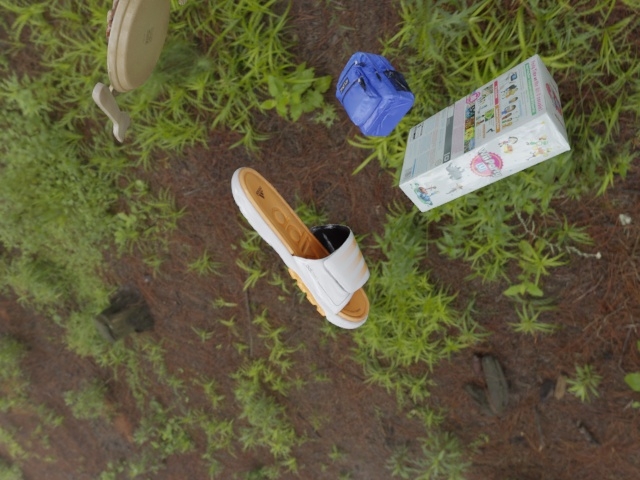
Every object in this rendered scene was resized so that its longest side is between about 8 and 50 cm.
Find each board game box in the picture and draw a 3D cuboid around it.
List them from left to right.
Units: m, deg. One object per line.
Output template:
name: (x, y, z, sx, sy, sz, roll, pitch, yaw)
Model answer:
board game box: (0.321, -0.211, 0.965, 0.303, 0.224, 0.097, -26, 123, 38)

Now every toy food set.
toy food set: (-0.186, -0.206, 0.466, 0.038, 0.192, 0.132, 21, 170, -8)

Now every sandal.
sandal: (-0.002, 0.005, 0.593, 0.076, 0.102, 0.265, -30, 114, 26)

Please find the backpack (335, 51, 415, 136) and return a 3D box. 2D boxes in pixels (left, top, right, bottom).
backpack: (0.079, -0.246, 0.771, 0.098, 0.101, 0.120, -45, 59, 40)
